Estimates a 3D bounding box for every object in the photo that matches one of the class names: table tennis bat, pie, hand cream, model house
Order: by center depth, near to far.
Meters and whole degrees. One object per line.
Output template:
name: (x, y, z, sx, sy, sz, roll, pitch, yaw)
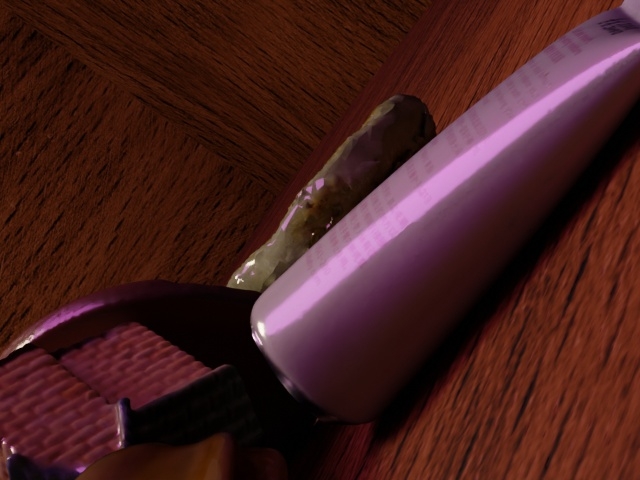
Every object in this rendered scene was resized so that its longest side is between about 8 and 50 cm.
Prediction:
hand cream: (0.104, -0.028, 0.887, 0.358, 0.118, 0.185, -46, 5, 14)
model house: (-0.140, 0.164, 0.930, 0.183, 0.172, 0.166, -29, -54, -37)
table tennis bat: (-0.093, 0.113, 1.085, 0.415, 0.268, 0.051, -30, 41, 17)
pie: (0.000, 0.000, 1.447, 0.371, 0.078, 0.296, -56, -11, 24)

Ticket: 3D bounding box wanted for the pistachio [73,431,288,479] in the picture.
pistachio: (-0.091, 0.229, 0.676, 0.212, 0.163, 0.260, -54, 16, 42)
